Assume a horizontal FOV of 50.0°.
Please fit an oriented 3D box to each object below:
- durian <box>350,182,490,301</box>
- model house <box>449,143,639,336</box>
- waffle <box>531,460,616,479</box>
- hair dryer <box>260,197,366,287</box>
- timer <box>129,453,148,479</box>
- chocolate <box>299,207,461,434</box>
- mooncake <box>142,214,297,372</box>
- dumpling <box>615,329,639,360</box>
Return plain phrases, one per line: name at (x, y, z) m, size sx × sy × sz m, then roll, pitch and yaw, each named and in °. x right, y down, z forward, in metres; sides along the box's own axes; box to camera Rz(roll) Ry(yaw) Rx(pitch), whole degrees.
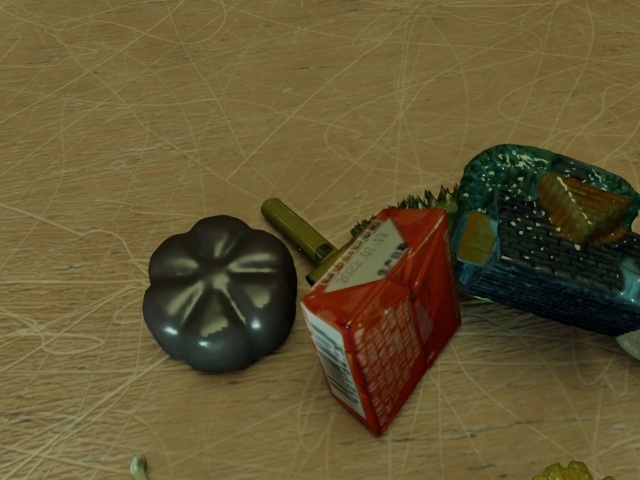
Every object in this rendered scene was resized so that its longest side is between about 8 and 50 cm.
durian at (0.244, 0.003, 1.126) m, size 0.394 × 0.163 × 0.198 m, roll 4°, pitch 90°, yaw 10°
model house at (0.319, 0.001, 0.914) m, size 0.261 × 0.226 × 0.241 m, roll 15°, pitch 11°, yaw -1°
waffle at (0.289, 0.389, 0.749) m, size 0.280 × 0.060 × 0.262 m, roll -16°, pitch 70°, yaw -34°
hair dryer at (0.000, 0.000, 1.117) m, size 0.135 × 0.090 × 0.278 m, roll -41°, pitch 50°, yaw -9°
timer at (-0.160, 0.356, 0.815) m, size 0.266 × 0.175 × 0.175 m, roll 10°, pitch 50°, yaw 30°
chocolate at (0.091, 0.102, 0.945) m, size 0.108 × 0.237 × 0.235 m, roll 19°, pitch 52°, yaw 36°
mooncake at (-0.149, 0.076, 1.040) m, size 0.244 × 0.133 × 0.245 m, roll -2°, pitch 58°, yaw 3°
dumpling at (0.487, 0.091, 0.981) m, size 0.142 × 0.172 × 0.247 m, roll -14°, pitch 49°, yaw 17°
